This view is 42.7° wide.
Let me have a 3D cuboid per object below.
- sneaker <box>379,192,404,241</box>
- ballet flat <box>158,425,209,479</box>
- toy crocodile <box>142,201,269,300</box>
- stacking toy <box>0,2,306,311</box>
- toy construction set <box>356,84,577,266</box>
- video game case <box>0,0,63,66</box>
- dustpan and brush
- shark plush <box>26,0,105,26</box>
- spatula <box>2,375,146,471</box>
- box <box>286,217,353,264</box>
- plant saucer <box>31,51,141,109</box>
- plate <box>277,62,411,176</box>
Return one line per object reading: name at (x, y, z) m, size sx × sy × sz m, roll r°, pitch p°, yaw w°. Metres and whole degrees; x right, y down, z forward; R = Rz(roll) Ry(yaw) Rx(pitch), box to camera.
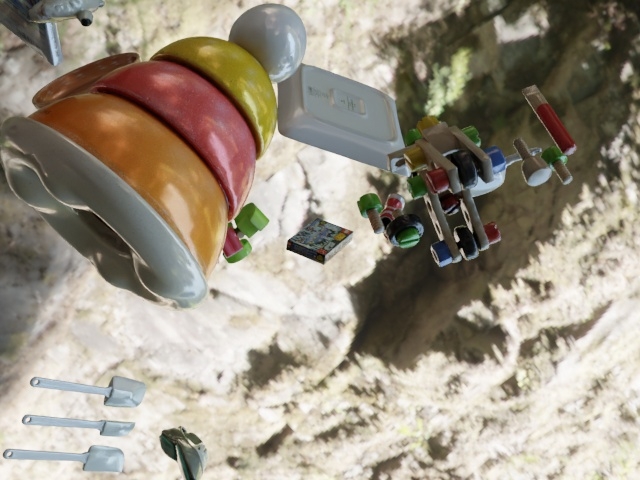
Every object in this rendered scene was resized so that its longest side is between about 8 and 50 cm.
sneaker at (0.121, -0.022, 1.457) m, size 0.042 × 0.118 × 0.067 m, roll 16°, pitch -129°, yaw 15°
ballet flat at (-0.244, 0.393, 1.521) m, size 0.068 × 0.072 × 0.213 m, roll -14°, pitch -167°, yaw -23°
toy crocodile at (-0.264, 0.027, 1.788) m, size 0.340 × 0.115 × 0.105 m, roll -28°, pitch -158°, yaw 3°
stacking toy at (-0.173, -0.170, 1.162) m, size 0.350 × 0.351 × 0.480 m, roll 11°, pitch -125°, yaw 52°
toy construction set at (0.222, -0.138, 1.297) m, size 0.309 × 0.257 × 0.237 m, roll -33°, pitch -126°, yaw 19°
video game case at (-0.468, -0.382, 1.201) m, size 0.023 × 0.212 × 0.193 m, roll -44°, pitch 166°, yaw -27°
dustpan and brush at (0.388, -0.161, 1.824) m, size 0.211 × 0.147 × 0.060 m, roll -9°, pitch -115°, yaw 26°
shark plush at (-0.338, -0.332, 1.116) m, size 0.067 × 0.073 × 0.161 m, roll -21°, pitch -152°, yaw 20°
spatula at (-0.406, 0.304, 1.380) m, size 0.019 × 0.242 × 0.168 m, roll 17°, pitch -94°, yaw 42°
box at (0.000, 0.000, 1.757) m, size 0.094 × 0.027 × 0.137 m, roll 21°, pitch -149°, yaw 20°
plant saucer at (-0.399, -0.267, 1.416) m, size 0.200 × 0.037 × 0.200 m, roll -17°, pitch -152°, yaw 10°
plate at (0.048, -0.258, 1.626) m, size 0.277 × 0.278 × 0.045 m, roll -94°, pitch -154°, yaw -49°
